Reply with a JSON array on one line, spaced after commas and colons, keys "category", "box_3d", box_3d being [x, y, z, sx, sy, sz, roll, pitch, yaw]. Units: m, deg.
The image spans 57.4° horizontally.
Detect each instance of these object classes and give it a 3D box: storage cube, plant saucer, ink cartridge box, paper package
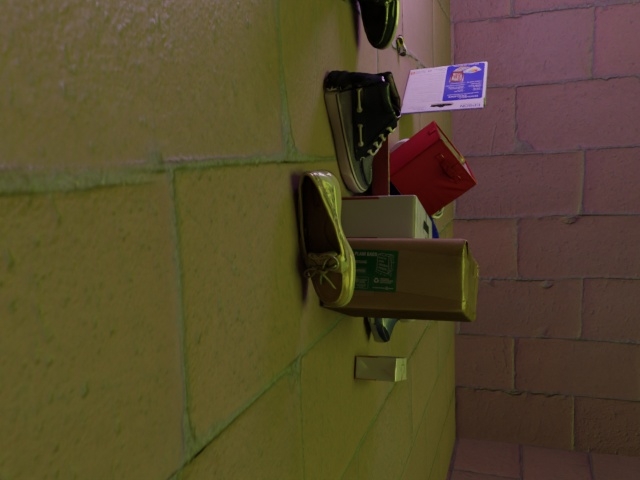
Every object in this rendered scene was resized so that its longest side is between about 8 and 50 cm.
[{"category": "storage cube", "box_3d": [0.325, -0.212, 1.755, 0.183, 0.193, 0.215, 47, 22, -19]}, {"category": "plant saucer", "box_3d": [0.165, -0.218, 1.643, 0.258, 0.048, 0.259, -41, 129, -84]}, {"category": "ink cartridge box", "box_3d": [0.178, 0.361, 1.655, 0.198, 0.115, 0.067, 33, 59, -69]}, {"category": "ink cartridge box", "box_3d": [0.470, -0.554, 2.207, 0.072, 0.304, 0.307, 69, 29, -45]}, {"category": "ink cartridge box", "box_3d": [0.172, -0.027, 1.509, 0.273, 0.197, 0.114, 34, 58, -68]}, {"category": "paper package", "box_3d": [0.202, 0.098, 1.401, 0.309, 0.325, 0.168, 34, 59, -68]}]

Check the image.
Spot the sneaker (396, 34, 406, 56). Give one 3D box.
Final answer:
[{"category": "sneaker", "box_3d": [0.296, -0.707, 2.114, 0.083, 0.031, 0.035, 69, 28, -47]}]

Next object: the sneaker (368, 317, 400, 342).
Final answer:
[{"category": "sneaker", "box_3d": [0.250, 0.150, 1.761, 0.127, 0.182, 0.315, 70, 28, -42]}]

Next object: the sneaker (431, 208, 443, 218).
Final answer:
[{"category": "sneaker", "box_3d": [0.460, -0.153, 2.457, 0.321, 0.128, 0.126, -41, 128, -67]}]

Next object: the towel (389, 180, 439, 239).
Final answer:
[{"category": "towel", "box_3d": [0.311, -0.085, 1.948, 0.308, 0.076, 0.227, 10, 56, -63]}]

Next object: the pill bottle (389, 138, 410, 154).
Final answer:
[{"category": "pill bottle", "box_3d": [0.305, -0.271, 1.984, 0.246, 0.136, 0.136, -4, 94, -71]}]

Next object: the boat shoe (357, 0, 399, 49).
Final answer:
[{"category": "boat shoe", "box_3d": [0.130, -0.674, 1.522, 0.113, 0.127, 0.339, -19, 120, -39]}]

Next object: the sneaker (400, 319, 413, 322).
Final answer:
[{"category": "sneaker", "box_3d": [0.316, 0.107, 2.090, 0.322, 0.130, 0.236, -52, 122, -41]}]

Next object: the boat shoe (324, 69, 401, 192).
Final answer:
[{"category": "boat shoe", "box_3d": [0.123, -0.255, 1.423, 0.340, 0.158, 0.127, 71, 27, -44]}]

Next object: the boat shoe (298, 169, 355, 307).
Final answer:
[{"category": "boat shoe", "box_3d": [0.000, 0.000, 1.179, 0.089, 0.105, 0.285, -14, 93, -66]}]
